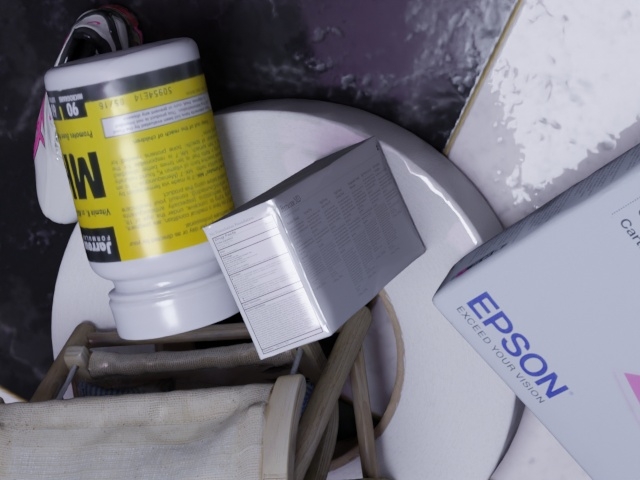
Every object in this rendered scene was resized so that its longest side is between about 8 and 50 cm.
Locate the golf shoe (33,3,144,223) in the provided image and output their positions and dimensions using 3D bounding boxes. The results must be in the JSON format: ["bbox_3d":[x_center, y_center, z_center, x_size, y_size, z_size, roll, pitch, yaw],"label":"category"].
[{"bbox_3d":[-0.199,-0.097,1.594,0.067,0.086,0.186,19,109,12],"label":"golf shoe"}]

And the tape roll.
[{"bbox_3d":[-0.025,0.082,1.588,0.392,0.072,0.392,4,105,17],"label":"tape roll"}]

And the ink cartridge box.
[{"bbox_3d":[0.296,0.076,1.378,0.324,0.071,0.330,48,132,-8],"label":"ink cartridge box"}]

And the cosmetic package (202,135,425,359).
[{"bbox_3d":[0.000,0.000,1.394,0.060,0.239,0.099,-20,95,21],"label":"cosmetic package"}]

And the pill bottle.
[{"bbox_3d":[-0.127,-0.039,1.490,0.119,0.119,0.208,-10,99,20],"label":"pill bottle"}]

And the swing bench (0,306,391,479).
[{"bbox_3d":[-0.105,0.161,1.457,0.253,0.254,0.165,-5,101,19],"label":"swing bench"}]
